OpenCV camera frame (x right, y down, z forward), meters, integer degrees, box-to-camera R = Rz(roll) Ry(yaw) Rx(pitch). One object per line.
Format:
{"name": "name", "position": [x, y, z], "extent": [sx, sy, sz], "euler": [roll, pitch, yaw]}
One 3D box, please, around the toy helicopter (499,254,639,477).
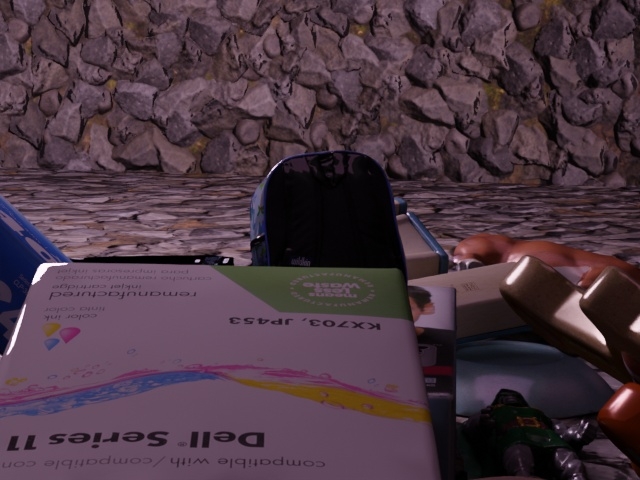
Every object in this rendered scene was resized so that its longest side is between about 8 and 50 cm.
{"name": "toy helicopter", "position": [0.236, 0.093, 1.022], "extent": [0.235, 0.140, 0.355], "euler": [43, -4, -27]}

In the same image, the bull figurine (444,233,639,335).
{"name": "bull figurine", "position": [0.252, 0.054, 1.565], "extent": [0.310, 0.101, 0.188], "euler": [6, 11, 28]}

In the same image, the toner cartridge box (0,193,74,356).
{"name": "toner cartridge box", "position": [-0.273, -0.003, 1.191], "extent": [0.348, 0.075, 0.165], "euler": [43, -3, -3]}

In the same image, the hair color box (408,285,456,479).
{"name": "hair color box", "position": [0.002, 0.114, 1.079], "extent": [0.185, 0.113, 0.374], "euler": [1, 7, 5]}

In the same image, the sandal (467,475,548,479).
{"name": "sandal", "position": [0.156, 0.178, 0.838], "extent": [0.240, 0.088, 0.079], "euler": [-4, -26, 4]}

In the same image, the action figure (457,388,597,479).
{"name": "action figure", "position": [0.143, 0.146, 1.043], "extent": [0.137, 0.063, 0.232], "euler": [8, 9, -6]}

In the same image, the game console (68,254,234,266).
{"name": "game console", "position": [-0.213, 0.059, 1.707], "extent": [0.213, 0.044, 0.361], "euler": [-1, 7, 2]}

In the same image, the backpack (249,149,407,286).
{"name": "backpack", "position": [0.000, 0.000, 1.071], "extent": [0.105, 0.114, 0.084], "euler": [-3, -11, -15]}

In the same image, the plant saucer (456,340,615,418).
{"name": "plant saucer", "position": [0.162, 0.116, 1.352], "extent": [0.195, 0.037, 0.195], "euler": [1, 7, 0]}

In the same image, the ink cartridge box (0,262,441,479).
{"name": "ink cartridge box", "position": [-0.050, 0.128, 0.691], "extent": [0.207, 0.119, 0.353], "euler": [1, 22, -2]}

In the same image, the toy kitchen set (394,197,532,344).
{"name": "toy kitchen set", "position": [0.098, 0.068, 1.448], "extent": [0.122, 0.166, 0.207], "euler": [-10, 35, -19]}
